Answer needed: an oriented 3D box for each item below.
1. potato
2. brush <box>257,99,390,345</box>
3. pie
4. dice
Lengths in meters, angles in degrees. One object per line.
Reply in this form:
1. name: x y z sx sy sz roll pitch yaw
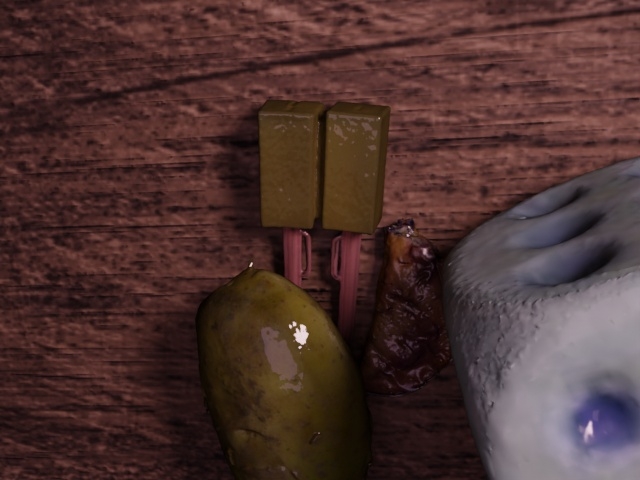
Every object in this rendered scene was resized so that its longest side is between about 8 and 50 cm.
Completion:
1. potato: -0.030 0.134 0.734 0.149 0.113 0.251 -4 105 37
2. brush: 0.000 0.000 0.729 0.103 0.047 0.233 5 113 9
3. pie: 0.080 0.065 0.739 0.092 0.034 0.169 10 107 11
4. dice: 0.246 0.092 0.596 0.265 0.268 0.262 -19 101 16
